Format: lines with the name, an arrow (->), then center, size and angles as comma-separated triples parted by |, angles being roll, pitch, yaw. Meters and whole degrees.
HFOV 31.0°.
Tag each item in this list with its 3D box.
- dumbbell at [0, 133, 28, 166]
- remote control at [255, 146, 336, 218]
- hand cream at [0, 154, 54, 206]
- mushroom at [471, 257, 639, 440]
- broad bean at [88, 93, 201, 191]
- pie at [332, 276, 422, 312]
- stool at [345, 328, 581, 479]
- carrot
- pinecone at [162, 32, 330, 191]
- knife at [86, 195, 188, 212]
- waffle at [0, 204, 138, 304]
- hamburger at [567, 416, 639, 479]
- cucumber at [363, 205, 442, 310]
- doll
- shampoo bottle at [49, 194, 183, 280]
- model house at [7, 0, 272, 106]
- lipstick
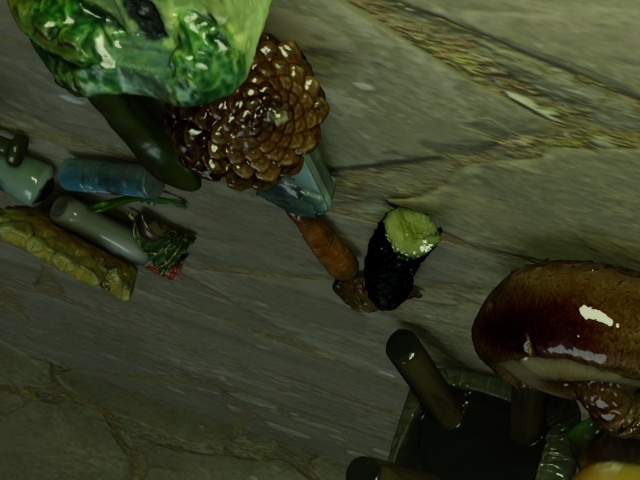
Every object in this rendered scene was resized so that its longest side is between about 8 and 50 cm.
dumbbell -> -0.468, -0.142, 1.607 | 0.118, 0.046, 0.052 | 21, 166, -2
remote control -> -0.046, -0.096, 1.310 | 0.104, 0.052, 0.247 | 15, 161, 18
hand cream -> -0.540, -0.137, 1.690 | 0.320, 0.067, 0.109 | 23, 162, 4
mushroom -> 0.327, 0.120, 1.380 | 0.278, 0.163, 0.297 | 40, 153, -26
broad bean -> -0.211, -0.134, 1.344 | 0.075, 0.067, 0.325 | 4, 158, 18
pie -> 0.064, 0.079, 1.711 | 0.088, 0.033, 0.191 | 32, 158, -20
stool -> 0.225, 0.325, 1.802 | 0.310, 0.310, 0.226 | 6, 156, 27
carrot -> 0.000, 0.000, 1.538 | 0.047, 0.047, 0.191 | 8, 157, 32
pinecone -> -0.077, -0.126, 1.111 | 0.173, 0.173, 0.173 | 18, 161, 6
knife -> -0.262, -0.052, 1.595 | 0.078, 0.023, 0.166 | 1, -177, 33
waffle -> -0.399, 0.013, 1.819 | 0.250, 0.056, 0.261 | 32, -175, -7
hamburger -> 0.543, 0.337, 1.561 | 0.395, 0.277, 0.396 | 20, 160, 8
cucumber -> 0.093, 0.033, 1.492 | 0.081, 0.072, 0.303 | 19, 161, 1
doll -> -0.256, 0.006, 1.756 | 0.113, 0.077, 0.078 | 25, 169, -13
shampoo bottle -> -0.318, -0.001, 1.820 | 0.221, 0.051, 0.108 | 31, 170, -27
model house -> -0.150, -0.235, 0.852 | 0.214, 0.195, 0.189 | 13, 152, 13
lipstick -> -0.287, -0.086, 1.579 | 0.158, 0.048, 0.048 | 7, 157, 32
